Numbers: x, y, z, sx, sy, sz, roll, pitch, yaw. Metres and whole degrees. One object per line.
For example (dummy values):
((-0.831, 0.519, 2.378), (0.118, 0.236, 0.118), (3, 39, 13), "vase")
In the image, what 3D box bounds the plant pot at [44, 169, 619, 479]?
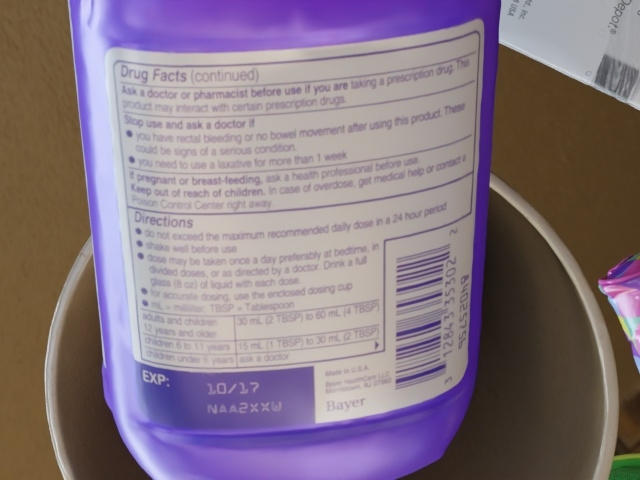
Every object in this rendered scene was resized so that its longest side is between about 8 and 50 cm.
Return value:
((0.019, 0.041, 0.743), (0.257, 0.274, 0.256), (2, -76, 7), "plant pot")

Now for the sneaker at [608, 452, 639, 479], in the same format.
((0.101, 0.208, 0.779), (0.296, 0.123, 0.109), (-22, -88, 19), "sneaker")

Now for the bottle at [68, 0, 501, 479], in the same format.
((-0.011, -0.062, 0.378), (0.118, 0.092, 0.282), (-6, -60, -9), "bottle")

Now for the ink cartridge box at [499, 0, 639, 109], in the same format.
((0.197, -0.195, 0.777), (0.289, 0.121, 0.211), (28, -50, 8), "ink cartridge box")

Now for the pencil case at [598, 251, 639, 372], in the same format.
((0.321, 0.116, 1.191), (0.104, 0.104, 0.236), (-23, -83, -8), "pencil case")
